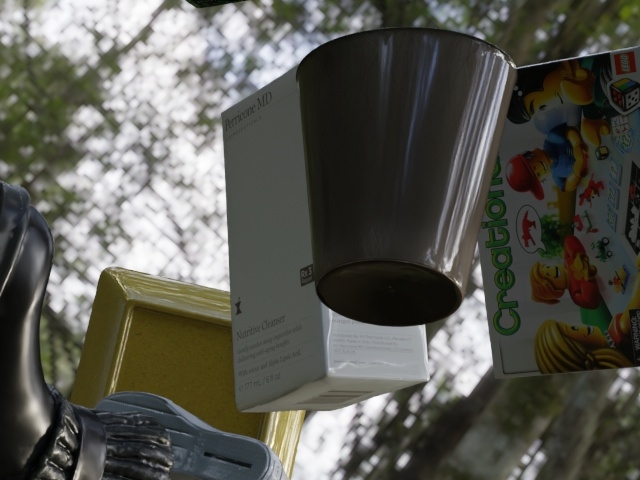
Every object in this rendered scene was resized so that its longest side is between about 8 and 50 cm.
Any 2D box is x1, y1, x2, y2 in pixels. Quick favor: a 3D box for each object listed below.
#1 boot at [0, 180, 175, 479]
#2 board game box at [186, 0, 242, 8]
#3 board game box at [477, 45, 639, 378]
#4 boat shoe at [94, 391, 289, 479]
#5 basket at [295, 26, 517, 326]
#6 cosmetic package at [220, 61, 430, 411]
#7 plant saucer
[{"bbox_3d":[-0.228,0.134,1.364,0.260,0.348,0.131,14,13,-33],"label":"boot"},{"bbox_3d":[-0.052,-0.343,1.483,0.136,0.259,0.030,-5,-18,27],"label":"board game box"},{"bbox_3d":[0.248,-0.024,1.582,0.193,0.053,0.305,-8,-92,28],"label":"board game box"},{"bbox_3d":[-0.129,0.216,1.591,0.226,0.083,0.076,19,-24,35],"label":"boat shoe"},{"bbox_3d":[0.067,-0.051,1.430,0.204,0.226,0.154,-2,-30,15],"label":"basket"},{"bbox_3d":[0.000,0.000,1.954,0.156,0.384,0.217,4,-19,-33],"label":"cosmetic package"},{"bbox_3d":[-0.184,0.222,2.279,0.333,0.332,0.081,12,-9,-2],"label":"plant saucer"}]
